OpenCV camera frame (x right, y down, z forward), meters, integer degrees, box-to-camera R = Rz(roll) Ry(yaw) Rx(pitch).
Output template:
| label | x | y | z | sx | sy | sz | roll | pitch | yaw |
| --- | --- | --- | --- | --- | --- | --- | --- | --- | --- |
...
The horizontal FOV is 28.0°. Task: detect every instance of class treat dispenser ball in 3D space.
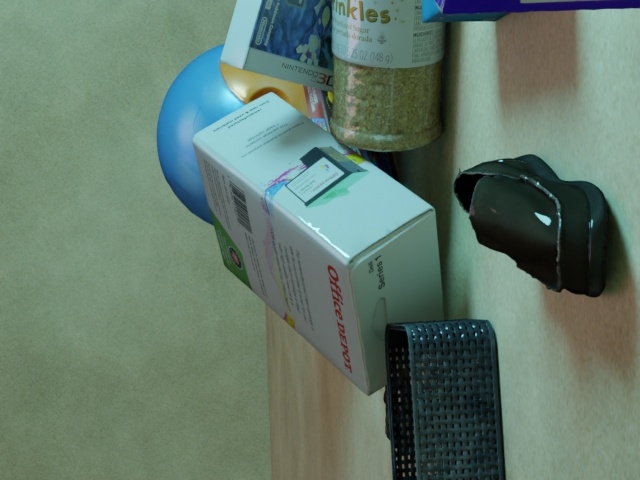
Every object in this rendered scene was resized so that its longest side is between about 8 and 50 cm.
| label | x | y | z | sx | sy | sz | roll | pitch | yaw |
| --- | --- | --- | --- | --- | --- | --- | --- | --- | --- |
| treat dispenser ball | -0.098 | -0.151 | 1.894 | 0.288 | 0.288 | 0.288 | 177 | 90 | -82 |

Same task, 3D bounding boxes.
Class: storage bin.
| label | x | y | z | sx | sy | sz | roll | pitch | yaw |
| --- | --- | --- | --- | --- | --- | --- | --- | --- | --- |
| storage bin | 0.116 | 0.167 | 1.222 | 0.122 | 0.084 | 0.180 | 161 | 107 | -82 |

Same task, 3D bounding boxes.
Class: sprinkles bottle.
| label | x | y | z | sx | sy | sz | roll | pitch | yaw |
| --- | --- | --- | --- | --- | --- | --- | --- | --- | --- |
| sprinkles bottle | 0.070 | -0.271 | 1.264 | 0.121 | 0.121 | 0.355 | -110 | 19 | -65 |

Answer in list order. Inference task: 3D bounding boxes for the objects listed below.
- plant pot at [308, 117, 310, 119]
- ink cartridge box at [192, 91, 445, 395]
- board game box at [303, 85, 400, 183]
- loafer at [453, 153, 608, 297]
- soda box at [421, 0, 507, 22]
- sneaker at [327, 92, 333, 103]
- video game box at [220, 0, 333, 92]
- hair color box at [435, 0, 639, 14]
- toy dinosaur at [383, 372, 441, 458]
| label | x | y | z | sx | sy | sz | roll | pitch | yaw |
| --- | --- | --- | --- | --- | --- | --- | --- | --- | --- |
| plant pot | 0.022 | -0.123 | 1.701 | 0.095 | 0.134 | 0.134 | -55 | 30 | 33 |
| ink cartridge box | 0.000 | 0.000 | 1.365 | 0.278 | 0.117 | 0.201 | 39 | 152 | 39 |
| board game box | 0.036 | -0.139 | 1.566 | 0.145 | 0.027 | 0.281 | 36 | -150 | -37 |
| loafer | 0.149 | -0.010 | 0.940 | 0.220 | 0.078 | 0.080 | -123 | 31 | -74 |
| soda box | 0.133 | -0.222 | 1.018 | 0.210 | 0.067 | 0.071 | -171 | 79 | -82 |
| sneaker | 0.051 | -0.196 | 1.518 | 0.225 | 0.092 | 0.088 | -112 | 21 | -68 |
| video game box | 0.005 | -0.259 | 1.332 | 0.048 | 0.187 | 0.205 | 26 | 103 | 44 |
| hair color box | 0.122 | -0.258 | 0.666 | 0.339 | 0.185 | 0.110 | -102 | 12 | -45 |
| toy dinosaur | 0.096 | 0.193 | 1.475 | 0.268 | 0.064 | 0.118 | 124 | 136 | -82 |
